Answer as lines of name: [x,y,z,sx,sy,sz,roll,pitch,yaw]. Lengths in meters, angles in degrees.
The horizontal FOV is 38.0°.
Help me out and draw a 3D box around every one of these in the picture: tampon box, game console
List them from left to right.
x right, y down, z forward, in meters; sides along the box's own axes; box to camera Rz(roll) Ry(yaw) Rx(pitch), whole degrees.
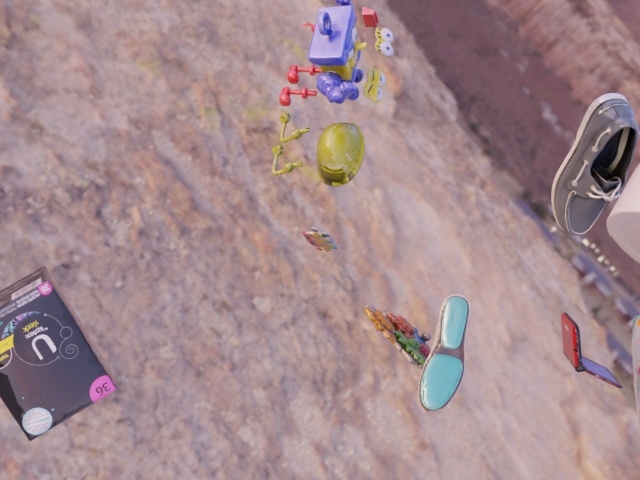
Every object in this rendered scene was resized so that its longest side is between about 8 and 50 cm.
tampon box: [-0.343,0.135,1.129,0.161,0.120,0.101,62,-11,-17]
game console: [0.507,0.204,1.741,0.144,0.085,0.124,-55,140,-82]

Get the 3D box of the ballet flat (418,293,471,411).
ballet flat: [0.176,0.157,1.271,0.057,0.168,0.052,15,-13,13]

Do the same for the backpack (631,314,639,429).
backpack: [0.311,0.123,0.743,0.115,0.152,0.182,5,23,11]

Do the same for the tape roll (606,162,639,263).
tape roll: [0.565,-0.006,1.346,0.286,0.100,0.286,31,-8,5]

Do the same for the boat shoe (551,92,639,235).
boat shoe: [0.532,-0.124,1.793,0.116,0.319,0.099,-1,39,-12]

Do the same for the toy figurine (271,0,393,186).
toy figurine: [0.000,-0.303,1.622,0.217,0.191,0.363,63,37,-63]

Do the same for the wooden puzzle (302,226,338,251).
wooden puzzle: [0.000,0.000,1.585,0.083,0.049,0.006,50,51,-50]

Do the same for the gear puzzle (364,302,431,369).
gear puzzle: [0.171,0.188,1.870,0.175,0.044,0.339,51,9,33]
